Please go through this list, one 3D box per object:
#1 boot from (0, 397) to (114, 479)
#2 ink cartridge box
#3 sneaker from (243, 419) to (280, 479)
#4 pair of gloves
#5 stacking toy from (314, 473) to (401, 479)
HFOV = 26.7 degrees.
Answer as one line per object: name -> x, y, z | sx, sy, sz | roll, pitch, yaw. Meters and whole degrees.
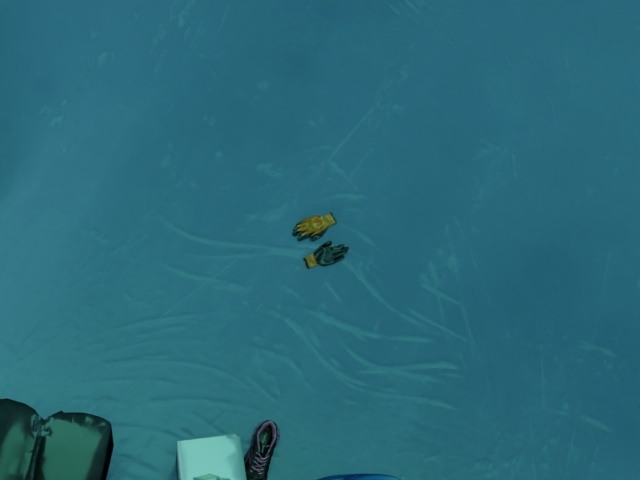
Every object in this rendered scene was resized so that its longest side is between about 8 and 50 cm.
boot -> -0.479, 0.409, 1.712 | 0.367, 0.146, 0.445 | 17, 69, -15
ink cartridge box -> -0.145, 0.385, 1.860 | 0.093, 0.154, 0.212 | -4, 71, -9
sneaker -> -0.088, 0.312, 1.950 | 0.047, 0.057, 0.119 | 17, 69, -5
pair of gloves -> 0.000, 0.000, 2.108 | 0.074, 0.010, 0.083 | -19, 75, -16
stacking toy -> 0.050, 0.482, 1.876 | 0.175, 0.166, 0.301 | -13, 87, -24
